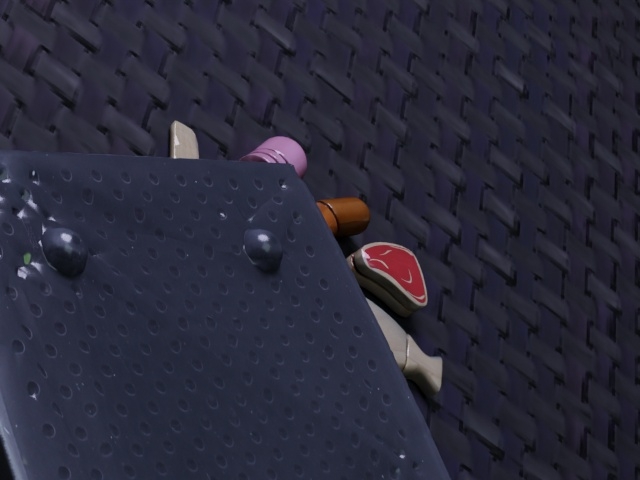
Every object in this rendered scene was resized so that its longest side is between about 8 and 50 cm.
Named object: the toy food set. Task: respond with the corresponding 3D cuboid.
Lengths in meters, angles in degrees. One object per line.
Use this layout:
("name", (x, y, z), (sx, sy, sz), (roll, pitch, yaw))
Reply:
("toy food set", (0.000, 0.000, 0.696), (0.122, 0.019, 0.078), (29, 40, -31))

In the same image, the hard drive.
("hard drive", (-0.023, 0.095, 0.550), (0.172, 0.054, 0.255), (0, 61, -51))
